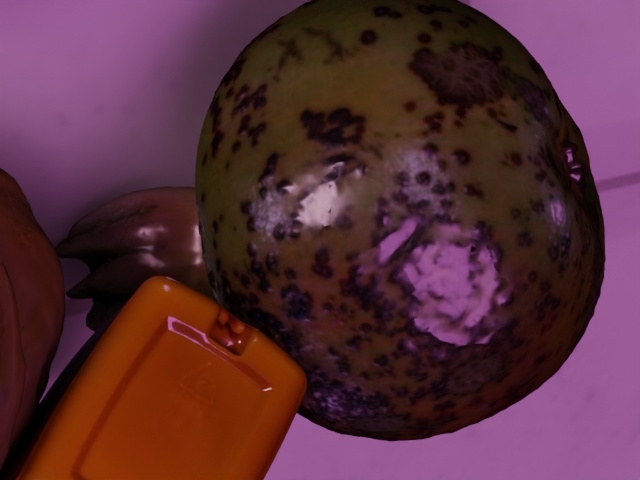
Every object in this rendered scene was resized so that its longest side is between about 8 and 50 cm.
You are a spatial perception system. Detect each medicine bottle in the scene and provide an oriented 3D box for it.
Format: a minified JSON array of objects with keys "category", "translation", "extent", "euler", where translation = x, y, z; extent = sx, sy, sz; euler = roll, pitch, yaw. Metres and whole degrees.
[{"category":"medicine bottle","translation":[-0.111,0.124,0.830],"extent":[0.112,0.222,0.149],"euler":[35,65,-9]}]

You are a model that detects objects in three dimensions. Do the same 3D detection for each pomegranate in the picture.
[{"category":"pomegranate","translation":[0.000,0.000,0.914],"extent":[0.340,0.285,0.285],"euler":[-13,136,19]}]

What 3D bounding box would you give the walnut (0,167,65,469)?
[{"category":"walnut","translation":[-0.304,0.075,0.746],"extent":[0.306,0.306,0.344],"euler":[28,101,-41]}]
